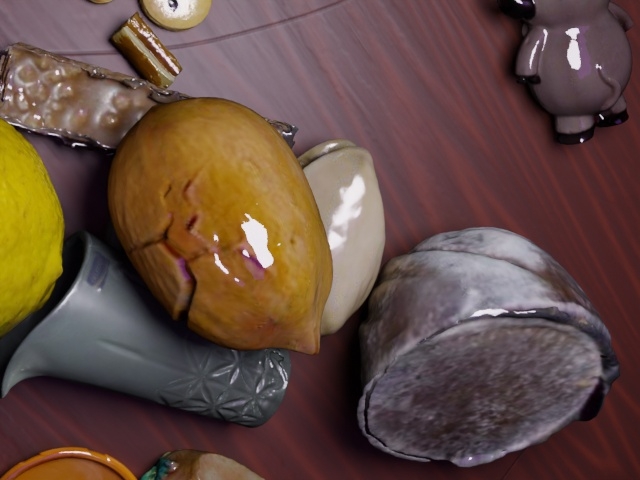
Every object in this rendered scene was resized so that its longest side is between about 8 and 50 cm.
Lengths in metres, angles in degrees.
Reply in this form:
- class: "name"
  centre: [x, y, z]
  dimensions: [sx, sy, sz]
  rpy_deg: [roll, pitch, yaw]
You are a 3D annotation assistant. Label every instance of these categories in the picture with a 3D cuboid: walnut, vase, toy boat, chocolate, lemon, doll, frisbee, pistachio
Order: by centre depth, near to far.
- class: "lemon"
  centre: [-0.376, -0.006, 0.875]
  dimensions: [0.268, 0.322, 0.268]
  rpy_deg: [1, 92, 22]
- class: "walnut"
  centre: [-0.093, -0.007, 0.947]
  dimensions: [0.203, 0.203, 0.297]
  rpy_deg: [-34, 81, -13]
- class: "chocolate"
  centre: [-0.187, -0.132, 1.037]
  dimensions: [0.329, 0.065, 0.102]
  rpy_deg: [14, 117, -22]
- class: "vase"
  centre: [-0.177, 0.101, 1.044]
  dimensions: [0.301, 0.156, 0.251]
  rpy_deg: [28, 65, -27]
- class: "frisbee"
  centre: [-0.294, 0.326, 1.081]
  dimensions: [0.192, 0.035, 0.192]
  rpy_deg: [-3, 99, -20]
- class: "pistachio"
  centre: [0.000, 0.000, 1.084]
  dimensions: [0.153, 0.138, 0.237]
  rpy_deg: [20, 95, -28]
- class: "chocolate"
  centre: [0.174, 0.103, 1.123]
  dimensions: [0.303, 0.213, 0.303]
  rpy_deg: [-6, 138, -6]
- class: "toy boat"
  centre: [-0.080, 0.342, 1.134]
  dimensions: [0.099, 0.108, 0.293]
  rpy_deg: [-35, 118, 24]
- class: "doll"
  centre: [0.313, -0.256, 1.174]
  dimensions: [0.182, 0.117, 0.257]
  rpy_deg: [-28, 107, -16]

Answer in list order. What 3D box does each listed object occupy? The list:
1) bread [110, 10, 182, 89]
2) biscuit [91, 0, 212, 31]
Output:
- class: "bread"
  centre: [-0.191, -0.204, 1.037]
  dimensions: [0.083, 0.047, 0.036]
  rpy_deg: [49, 39, -19]
- class: "biscuit"
  centre: [-0.209, -0.325, 1.022]
  dimensions: [0.153, 0.030, 0.234]
  rpy_deg: [-45, 109, -7]
